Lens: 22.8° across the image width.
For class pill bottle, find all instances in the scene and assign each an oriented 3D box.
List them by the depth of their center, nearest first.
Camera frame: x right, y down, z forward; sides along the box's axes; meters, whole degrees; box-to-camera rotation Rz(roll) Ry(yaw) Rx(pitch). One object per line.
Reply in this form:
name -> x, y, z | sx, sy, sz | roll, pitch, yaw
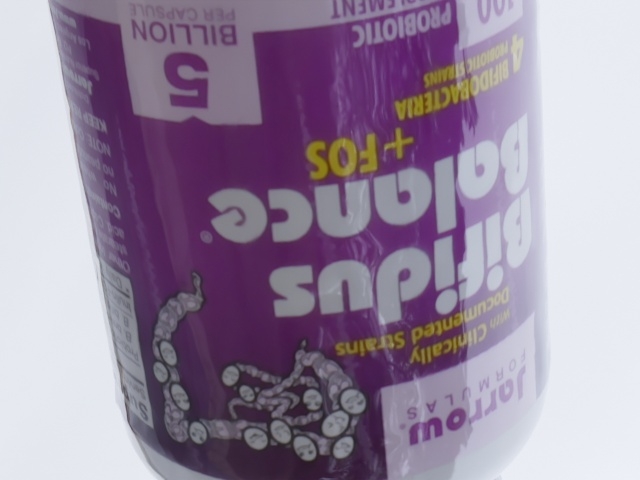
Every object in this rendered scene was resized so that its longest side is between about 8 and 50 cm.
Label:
pill bottle -> 0.000, 0.000, 0.587 | 0.169, 0.169, 0.302 | -128, -153, -59
